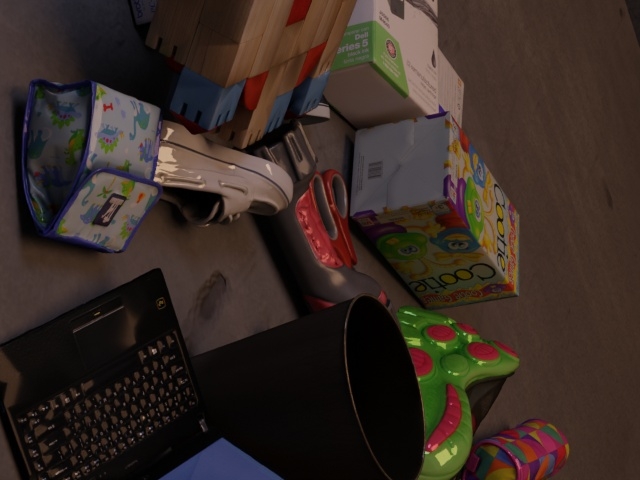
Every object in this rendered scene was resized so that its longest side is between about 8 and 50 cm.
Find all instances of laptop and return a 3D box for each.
[{"bbox_3d":[-0.143,0.179,1.377,0.234,0.137,0.264,-28,105,-49],"label":"laptop"}]

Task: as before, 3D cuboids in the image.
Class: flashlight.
[{"bbox_3d":[0.000,0.000,1.804,0.304,0.103,0.103,67,30,-23],"label":"flashlight"}]

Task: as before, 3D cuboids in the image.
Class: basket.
[{"bbox_3d":[-0.032,0.167,1.543,0.154,0.227,0.204,-47,122,-58],"label":"basket"}]

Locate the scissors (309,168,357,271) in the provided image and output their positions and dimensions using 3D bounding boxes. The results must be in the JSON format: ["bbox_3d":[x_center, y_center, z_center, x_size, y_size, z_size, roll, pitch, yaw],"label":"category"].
[{"bbox_3d":[0.035,0.045,1.950,0.109,0.021,0.297,-36,113,-63],"label":"scissors"}]

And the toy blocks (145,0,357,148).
[{"bbox_3d":[-0.067,-0.221,1.558,0.381,0.191,0.261,-35,151,-59],"label":"toy blocks"}]

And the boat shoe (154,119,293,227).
[{"bbox_3d":[-0.124,-0.055,1.616,0.258,0.095,0.084,19,67,-48],"label":"boat shoe"}]

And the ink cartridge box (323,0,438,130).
[{"bbox_3d":[0.070,-0.307,2.038,0.198,0.115,0.272,35,50,-54],"label":"ink cartridge box"}]

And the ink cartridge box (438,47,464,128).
[{"bbox_3d":[0.150,-0.210,2.233,0.208,0.045,0.206,48,40,-47],"label":"ink cartridge box"}]

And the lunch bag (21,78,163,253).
[{"bbox_3d":[-0.218,-0.068,1.432,0.129,0.096,0.151,18,79,-62],"label":"lunch bag"}]

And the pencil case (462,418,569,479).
[{"bbox_3d":[0.291,0.329,2.251,0.236,0.104,0.104,-3,83,-65],"label":"pencil case"}]

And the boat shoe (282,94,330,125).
[{"bbox_3d":[-0.046,-0.190,1.838,0.183,0.065,0.083,2,77,-69],"label":"boat shoe"}]

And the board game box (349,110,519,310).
[{"bbox_3d":[0.164,-0.034,2.069,0.275,0.142,0.144,48,38,-50],"label":"board game box"}]

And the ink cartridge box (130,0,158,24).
[{"bbox_3d":[-0.184,-0.342,1.641,0.097,0.046,0.207,-21,99,-64],"label":"ink cartridge box"}]

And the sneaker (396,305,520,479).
[{"bbox_3d":[0.121,0.225,1.910,0.202,0.185,0.483,-67,168,22],"label":"sneaker"}]
